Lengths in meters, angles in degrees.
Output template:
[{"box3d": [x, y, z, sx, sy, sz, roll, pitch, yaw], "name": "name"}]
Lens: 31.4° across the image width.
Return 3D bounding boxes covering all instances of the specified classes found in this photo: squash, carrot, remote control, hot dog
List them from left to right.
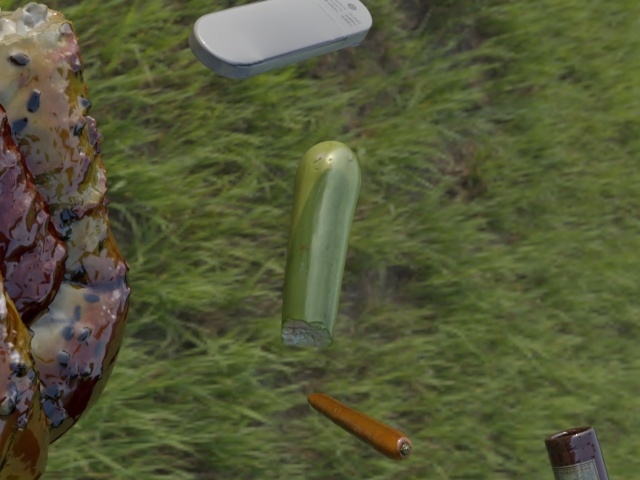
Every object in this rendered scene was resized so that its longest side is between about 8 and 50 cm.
[{"box3d": [-0.277, 0.027, 0.868, 0.367, 0.196, 0.365, -53, 142, -59], "name": "hot dog"}, {"box3d": [-0.035, -0.213, 1.154, 0.077, 0.022, 0.245, 48, 43, 14], "name": "remote control"}, {"box3d": [0.000, 0.000, 1.334, 0.083, 0.083, 0.250, 25, 66, -47], "name": "squash"}, {"box3d": [0.054, 0.273, 1.703, 0.043, 0.248, 0.043, -10, 108, -33], "name": "carrot"}]

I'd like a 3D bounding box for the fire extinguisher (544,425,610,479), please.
[{"box3d": [0.350, 0.369, 1.518, 0.071, 0.099, 0.231, -10, 86, -55], "name": "fire extinguisher"}]
